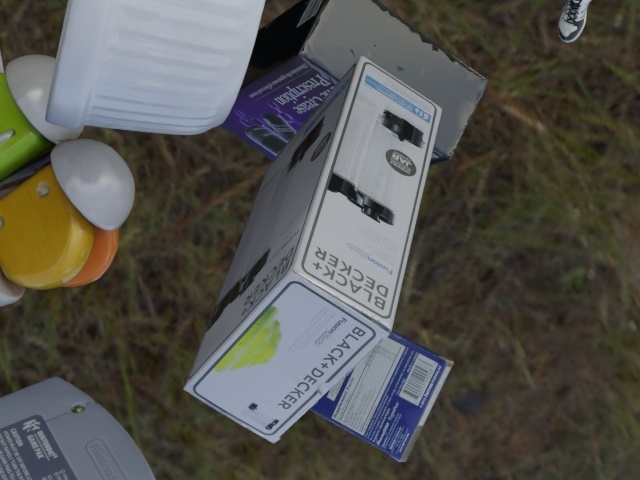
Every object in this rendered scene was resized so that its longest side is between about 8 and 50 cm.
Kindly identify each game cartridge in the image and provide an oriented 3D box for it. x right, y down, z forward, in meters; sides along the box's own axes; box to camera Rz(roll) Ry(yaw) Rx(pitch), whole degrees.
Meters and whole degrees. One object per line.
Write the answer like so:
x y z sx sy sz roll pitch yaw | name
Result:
-0.239 0.234 1.178 0.196 0.294 0.060 -24 127 -17 | game cartridge

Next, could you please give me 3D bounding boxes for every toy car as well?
-0.221 -0.044 1.061 0.159 0.182 0.136 -33 168 14 | toy car

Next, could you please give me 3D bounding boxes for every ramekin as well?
-0.097 -0.162 0.849 0.109 0.207 0.207 11 136 -12 | ramekin

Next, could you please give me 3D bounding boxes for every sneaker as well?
0.286 -0.264 1.544 0.037 0.032 0.083 -2 113 -67 | sneaker

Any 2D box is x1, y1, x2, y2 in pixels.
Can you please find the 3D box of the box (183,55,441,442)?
0.000 0.000 1.110 0.087 0.290 0.169 32 130 -13 | box

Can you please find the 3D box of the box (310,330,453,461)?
0.037 0.160 1.700 0.136 0.225 0.036 -64 158 3 | box

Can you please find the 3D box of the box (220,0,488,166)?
0.017 -0.145 1.394 0.184 0.103 0.261 30 161 -18 | box

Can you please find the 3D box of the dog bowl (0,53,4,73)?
-0.447 -0.163 1.450 0.102 0.349 0.349 -13 147 -40 | dog bowl
